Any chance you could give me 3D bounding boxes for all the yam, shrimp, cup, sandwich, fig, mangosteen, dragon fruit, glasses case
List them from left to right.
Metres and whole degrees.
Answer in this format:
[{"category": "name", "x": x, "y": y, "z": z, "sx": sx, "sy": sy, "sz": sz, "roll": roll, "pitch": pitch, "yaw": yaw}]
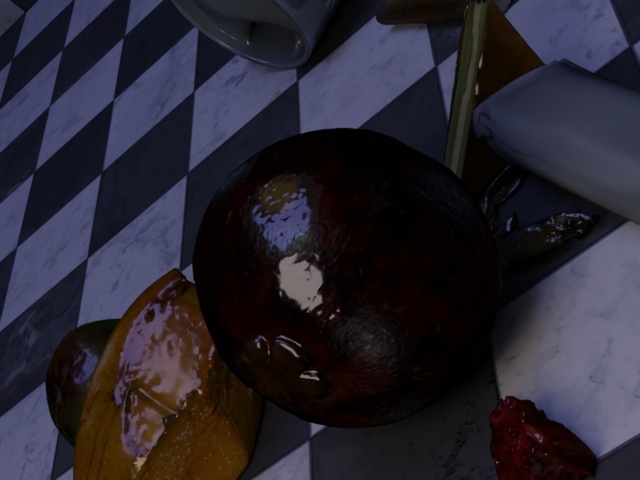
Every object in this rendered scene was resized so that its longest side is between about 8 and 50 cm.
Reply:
[{"category": "fig", "x": -0.262, "y": 0.185, "z": 1.719, "sx": 0.191, "sy": 0.181, "sz": 0.181, "roll": -27, "pitch": 26, "yaw": -11}, {"category": "cup", "x": -0.072, "y": -0.439, "z": 2.128, "sx": 0.274, "sy": 0.259, "sz": 0.356, "roll": -60, "pitch": -2, "yaw": -17}, {"category": "mangosteen", "x": 0.039, "y": 0.014, "z": 1.335, "sx": 0.306, "sy": 0.306, "sz": 0.359, "roll": -18, "pitch": 30, "yaw": 46}, {"category": "yam", "x": 0.159, "y": -0.319, "z": 1.811, "sx": 0.264, "sy": 0.046, "sz": 0.046, "roll": 9, "pitch": 64, "yaw": 57}, {"category": "sandwich", "x": 0.161, "y": -0.156, "z": 1.491, "sx": 0.187, "sy": 0.144, "sz": 0.117, "roll": -48, "pitch": 11, "yaw": 3}, {"category": "dragon fruit", "x": 0.177, "y": 0.171, "z": 1.185, "sx": 0.097, "sy": 0.063, "sz": 0.131, "roll": -41, "pitch": 30, "yaw": 18}, {"category": "shrimp", "x": 0.218, "y": -0.033, "z": 1.405, "sx": 0.195, "sy": 0.035, "sz": 0.147, "roll": -25, "pitch": 36, "yaw": 43}, {"category": "glasses case", "x": 0.284, "y": -0.099, "z": 1.320, "sx": 0.128, "sy": 0.083, "sz": 0.308, "roll": -43, "pitch": 32, "yaw": -7}]

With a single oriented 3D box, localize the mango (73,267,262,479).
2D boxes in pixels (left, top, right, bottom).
[{"category": "mango", "x": -0.179, "y": 0.216, "z": 1.546, "sx": 0.199, "sy": 0.201, "sz": 0.350, "roll": 164, "pitch": 128, "yaw": -76}]
